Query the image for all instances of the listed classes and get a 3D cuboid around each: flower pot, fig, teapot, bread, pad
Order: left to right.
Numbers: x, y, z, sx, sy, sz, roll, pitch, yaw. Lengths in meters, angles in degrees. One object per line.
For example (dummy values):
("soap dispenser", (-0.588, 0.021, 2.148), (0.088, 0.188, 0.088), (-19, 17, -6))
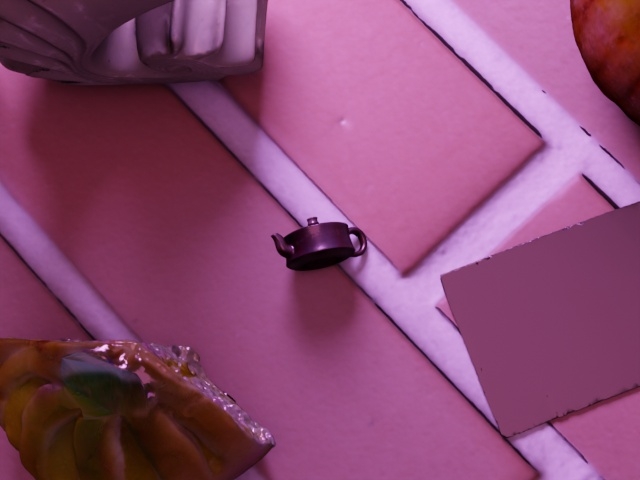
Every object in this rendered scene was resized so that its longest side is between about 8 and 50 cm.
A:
("flower pot", (-0.185, -0.232, 0.914), (0.254, 0.367, 0.164), (3, 85, 6))
("bread", (-0.173, 0.164, 0.964), (0.261, 0.158, 0.156), (1, 85, 7))
("teapot", (0.000, 0.000, 1.020), (0.100, 0.068, 0.045), (-5, 77, -32))
("pad", (0.251, 0.065, 1.021), (0.243, 0.004, 0.163), (-21, 80, 1))
("fig", (0.339, -0.204, 0.961), (0.235, 0.214, 0.235), (2, 83, -21))
